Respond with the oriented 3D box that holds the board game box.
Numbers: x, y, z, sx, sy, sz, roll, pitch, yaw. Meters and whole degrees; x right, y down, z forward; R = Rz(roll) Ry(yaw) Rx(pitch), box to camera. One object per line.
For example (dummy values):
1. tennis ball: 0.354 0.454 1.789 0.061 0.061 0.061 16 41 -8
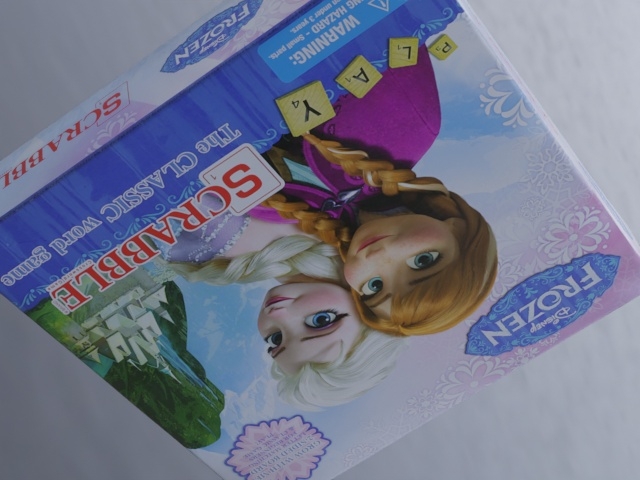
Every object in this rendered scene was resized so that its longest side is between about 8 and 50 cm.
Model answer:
1. board game box: 0.000 0.000 0.866 0.318 0.318 0.066 46 18 -36
